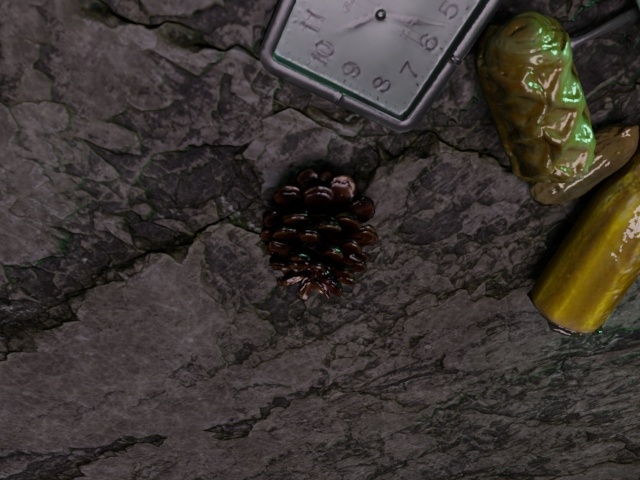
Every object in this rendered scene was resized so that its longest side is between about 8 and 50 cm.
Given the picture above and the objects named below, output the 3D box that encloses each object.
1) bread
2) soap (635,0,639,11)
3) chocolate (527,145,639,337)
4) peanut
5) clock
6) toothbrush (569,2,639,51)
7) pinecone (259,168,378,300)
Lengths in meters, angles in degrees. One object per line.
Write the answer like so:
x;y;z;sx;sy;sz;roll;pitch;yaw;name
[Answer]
0.318;-0.206;0.680;0.130;0.152;0.268;-38;124;1;bread
0.570;-0.300;0.627;0.172;0.095;0.289;-37;133;27;soap
0.566;-0.010;0.868;0.162;0.162;0.446;4;129;-8;chocolate
0.463;-0.131;0.804;0.194;0.083;0.093;-35;126;23;peanut
0.086;-0.312;0.636;0.278;0.049;0.273;20;126;-20;clock
0.469;-0.339;0.658;0.297;0.031;0.030;-24;122;14;toothbrush
0.000;0.000;0.805;0.221;0.222;0.222;-2;132;-3;pinecone
